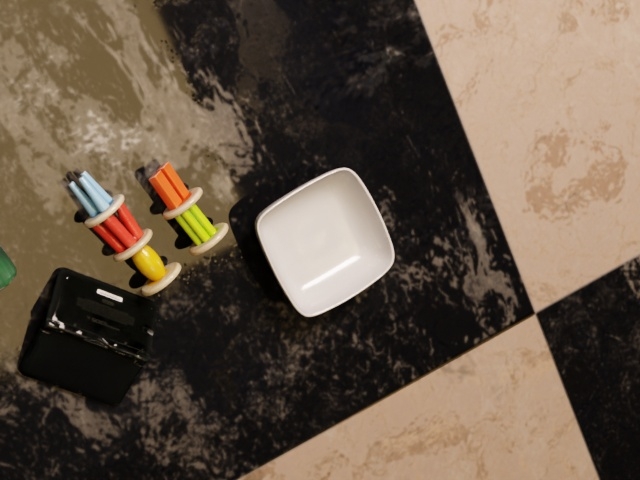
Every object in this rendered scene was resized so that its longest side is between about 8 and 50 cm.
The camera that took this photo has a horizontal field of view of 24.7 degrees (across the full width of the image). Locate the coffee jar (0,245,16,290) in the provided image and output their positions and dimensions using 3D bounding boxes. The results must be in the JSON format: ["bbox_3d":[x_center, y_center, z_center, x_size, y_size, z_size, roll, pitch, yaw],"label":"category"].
[{"bbox_3d":[-0.395,-0.017,1.484,0.096,0.079,0.184,-35,107,-14],"label":"coffee jar"}]

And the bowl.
[{"bbox_3d":[0.000,0.000,1.656,0.142,0.053,0.142,-31,106,-15],"label":"bowl"}]

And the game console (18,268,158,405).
[{"bbox_3d":[-0.252,0.106,1.593,0.122,0.071,0.107,23,58,-23],"label":"game console"}]

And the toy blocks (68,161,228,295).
[{"bbox_3d":[-0.188,-0.033,1.577,0.123,0.054,0.148,-41,109,-11],"label":"toy blocks"}]
